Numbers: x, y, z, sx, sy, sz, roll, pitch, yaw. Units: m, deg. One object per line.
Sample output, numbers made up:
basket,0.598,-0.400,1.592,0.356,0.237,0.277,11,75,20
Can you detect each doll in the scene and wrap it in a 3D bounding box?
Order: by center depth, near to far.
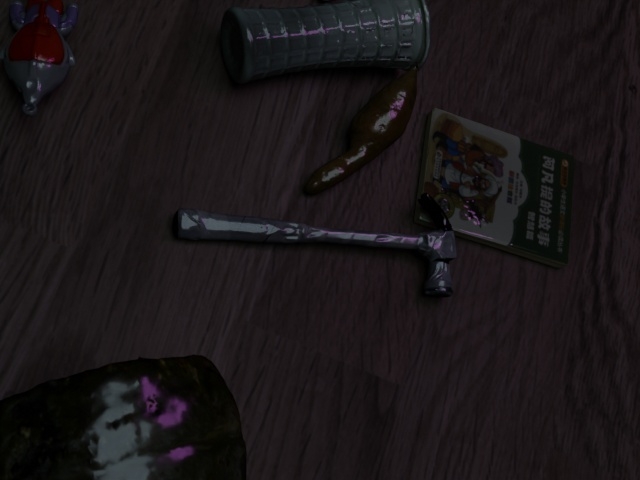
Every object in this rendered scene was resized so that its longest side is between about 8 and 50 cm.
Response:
doll,-0.387,-0.262,1.439,0.102,0.075,0.228,0,59,-7

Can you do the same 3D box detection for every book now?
book,0.282,-0.083,1.672,0.264,0.027,0.202,17,64,-15

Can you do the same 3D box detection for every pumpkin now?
pumpkin,-0.232,0.258,1.199,0.303,0.256,0.225,-17,80,-11

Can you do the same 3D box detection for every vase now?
vase,0.006,-0.309,1.588,0.298,0.143,0.143,-11,75,-23

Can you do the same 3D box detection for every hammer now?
hammer,0.000,0.000,1.508,0.426,0.044,0.152,2,80,-18

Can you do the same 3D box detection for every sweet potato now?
sweet potato,0.073,-0.157,1.592,0.075,0.075,0.269,41,75,-3
